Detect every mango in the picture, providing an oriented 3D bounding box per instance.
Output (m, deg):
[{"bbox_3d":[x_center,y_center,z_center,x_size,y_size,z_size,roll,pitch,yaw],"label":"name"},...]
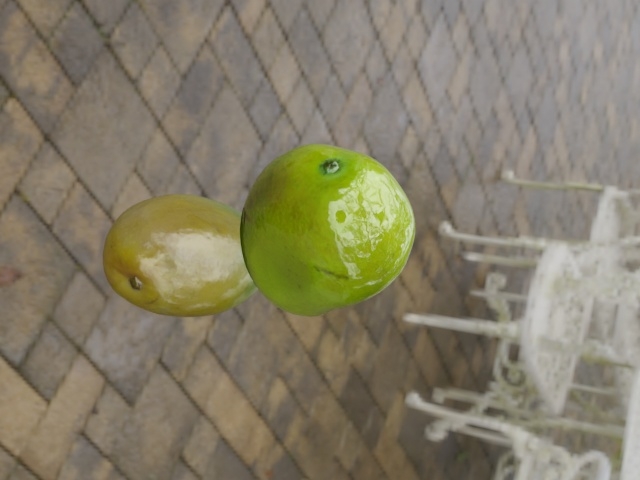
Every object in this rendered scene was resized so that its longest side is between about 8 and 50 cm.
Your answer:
[{"bbox_3d":[-0.004,-0.005,0.821,0.117,0.163,0.089,45,52,-12],"label":"mango"},{"bbox_3d":[-0.118,0.011,1.094,0.092,0.130,0.194,-57,166,23],"label":"mango"}]
